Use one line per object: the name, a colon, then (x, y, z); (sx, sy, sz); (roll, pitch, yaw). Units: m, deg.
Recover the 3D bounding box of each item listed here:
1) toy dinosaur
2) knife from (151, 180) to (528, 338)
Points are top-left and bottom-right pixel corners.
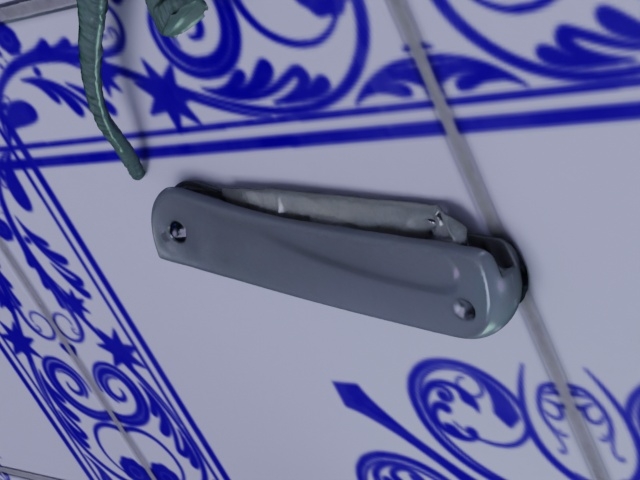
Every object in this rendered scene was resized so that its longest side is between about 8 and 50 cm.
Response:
toy dinosaur: (-0.105, -0.134, 0.629); (0.383, 0.076, 0.129); (99, 149, -42)
knife: (0.000, 0.003, 0.717); (0.265, 0.040, 0.073); (10, 122, 37)
